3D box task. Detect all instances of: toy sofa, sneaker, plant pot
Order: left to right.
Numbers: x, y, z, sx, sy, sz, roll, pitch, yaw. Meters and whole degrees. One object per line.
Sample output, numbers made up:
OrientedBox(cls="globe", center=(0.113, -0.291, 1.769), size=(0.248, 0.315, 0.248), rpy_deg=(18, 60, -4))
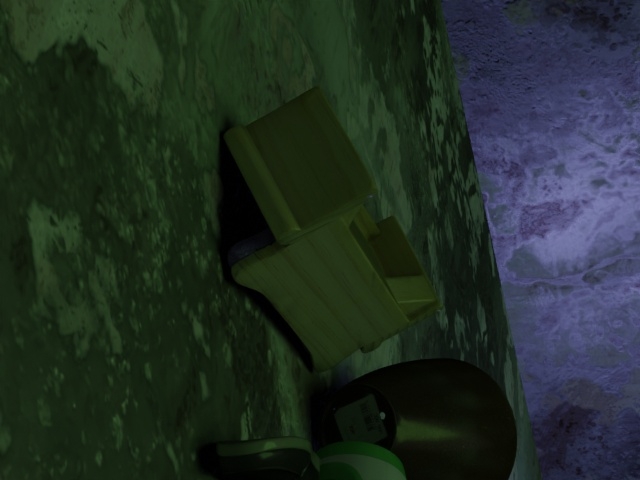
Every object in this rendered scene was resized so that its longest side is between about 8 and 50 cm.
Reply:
OrientedBox(cls="sneaker", center=(-0.043, 0.261, 1.385), size=(0.222, 0.083, 0.118), rpy_deg=(47, 40, -67))
OrientedBox(cls="toy sofa", center=(0.000, 0.000, 1.592), size=(0.150, 0.177, 0.362), rpy_deg=(63, 5, 29))
OrientedBox(cls="plant pot", center=(0.100, 0.239, 1.738), size=(0.230, 0.215, 0.215), rpy_deg=(21, 63, -57))

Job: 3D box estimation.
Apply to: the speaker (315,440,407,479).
OrientedBox(cls="speaker", center=(0.027, 0.366, 1.500), size=(0.131, 0.131, 0.296), rpy_deg=(68, 21, -43))
